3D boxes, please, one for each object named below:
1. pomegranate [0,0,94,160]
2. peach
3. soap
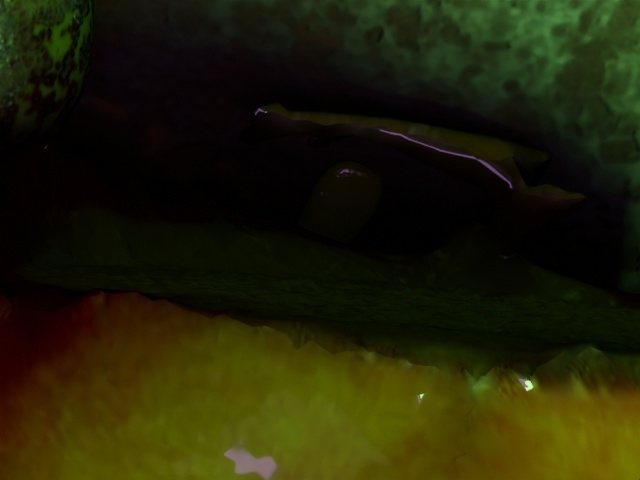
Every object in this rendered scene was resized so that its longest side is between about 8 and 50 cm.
[{"bbox_3d":[-0.189,-0.084,0.697,0.214,0.248,0.214,-3,110,-8],"label":"pomegranate"},{"bbox_3d":[0.007,0.124,0.738,0.406,0.335,0.310,3,108,-33],"label":"peach"},{"bbox_3d":[0.000,0.000,0.882,0.034,0.012,0.089,25,111,-17],"label":"soap"}]
